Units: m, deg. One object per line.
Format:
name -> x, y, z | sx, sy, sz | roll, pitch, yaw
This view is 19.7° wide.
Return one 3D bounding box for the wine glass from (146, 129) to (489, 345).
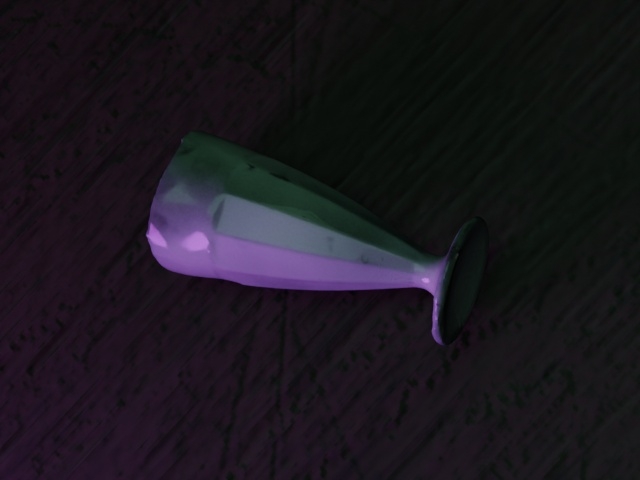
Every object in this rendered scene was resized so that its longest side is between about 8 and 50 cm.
wine glass -> 0.000, 0.000, 0.896 | 0.155, 0.073, 0.073 | 16, 82, 17
